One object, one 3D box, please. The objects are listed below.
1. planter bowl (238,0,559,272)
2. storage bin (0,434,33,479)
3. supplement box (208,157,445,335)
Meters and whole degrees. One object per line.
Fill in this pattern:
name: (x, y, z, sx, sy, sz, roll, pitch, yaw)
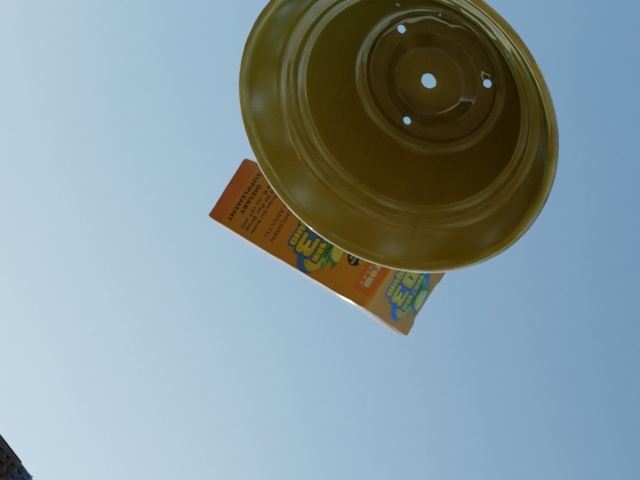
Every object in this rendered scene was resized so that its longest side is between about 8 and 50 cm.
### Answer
planter bowl: (0.059, -0.092, 0.529, 0.217, 0.217, 0.090, -9, -151, 36)
storage bin: (-0.343, 0.196, 0.732, 0.084, 0.122, 0.180, -38, -174, -25)
supplement box: (0.000, 0.000, 0.738, 0.233, 0.080, 0.078, 28, -97, 40)
